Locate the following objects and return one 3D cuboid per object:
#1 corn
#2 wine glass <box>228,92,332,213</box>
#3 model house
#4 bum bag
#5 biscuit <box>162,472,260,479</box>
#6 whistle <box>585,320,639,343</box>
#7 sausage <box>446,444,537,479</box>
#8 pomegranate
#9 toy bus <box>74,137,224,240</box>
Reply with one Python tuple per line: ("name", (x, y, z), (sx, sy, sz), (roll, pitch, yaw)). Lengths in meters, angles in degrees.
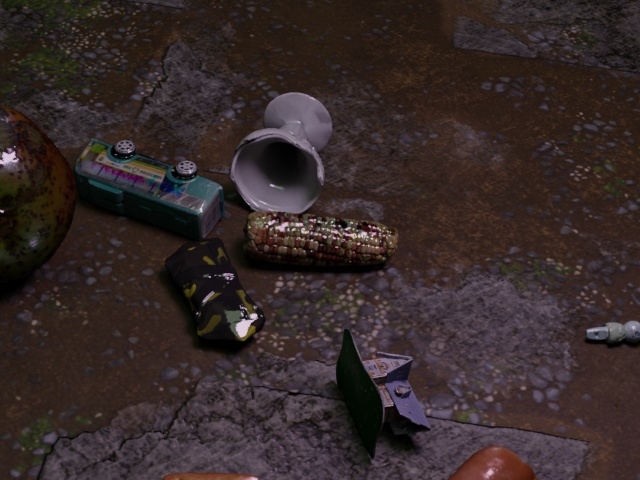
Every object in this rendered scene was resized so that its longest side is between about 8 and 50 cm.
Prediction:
("corn", (0.000, 0.000, 1.897), (0.253, 0.086, 0.086), (4, 41, -6))
("wine glass", (-0.056, -0.157, 2.017), (0.164, 0.165, 0.196), (12, 38, 7))
("model house", (0.093, 0.210, 1.648), (0.088, 0.117, 0.167), (-6, 39, -19))
("bum bag", (-0.165, 0.079, 1.803), (0.106, 0.060, 0.232), (-19, 44, -14))
("biscuit", (-0.184, 0.387, 1.370), (0.284, 0.043, 0.306), (40, 74, 20))
("whistle", (0.464, 0.144, 1.827), (0.100, 0.035, 0.035), (-2, 42, -7))
("sausage", (0.110, 0.386, 1.462), (0.419, 0.094, 0.094), (-27, 73, -34))
("pomegranate", (-0.527, -0.081, 1.810), (0.285, 0.285, 0.340), (-14, 22, -21))
("toy bus", (-0.289, -0.089, 1.961), (0.261, 0.091, 0.109), (18, 49, 16))
